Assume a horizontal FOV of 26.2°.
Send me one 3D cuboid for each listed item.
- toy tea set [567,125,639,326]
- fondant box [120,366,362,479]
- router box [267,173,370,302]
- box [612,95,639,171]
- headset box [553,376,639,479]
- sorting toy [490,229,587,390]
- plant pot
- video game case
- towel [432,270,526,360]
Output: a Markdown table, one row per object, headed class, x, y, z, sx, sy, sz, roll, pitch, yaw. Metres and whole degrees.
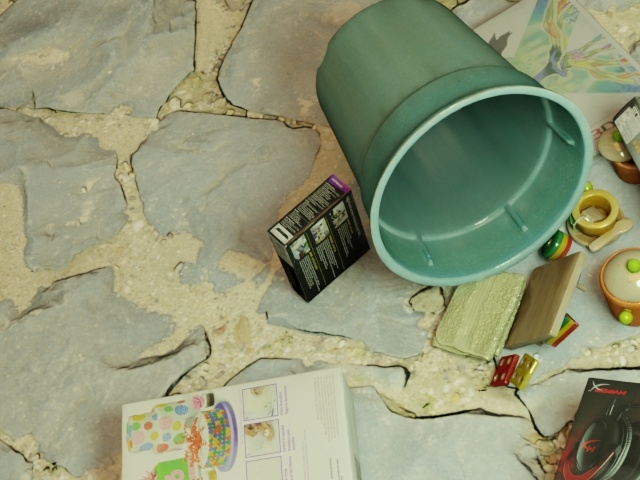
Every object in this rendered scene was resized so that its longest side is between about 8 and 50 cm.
| class | x | y | z | sx | sy | sz | roll | pitch | yaw |
| --- | --- | --- | --- | --- | --- | --- | --- | --- | --- |
| toy tea set | 0.461 | -0.030 | 1.981 | 0.200 | 0.124 | 0.336 | -22 | 56 | 1 |
| fondant box | -0.111 | 0.328 | 1.929 | 0.330 | 0.096 | 0.238 | -10 | 57 | 8 |
| router box | 0.000 | 0.000 | 2.052 | 0.133 | 0.179 | 0.046 | -41 | 60 | -13 |
| box | 0.540 | -0.093 | 1.975 | 0.056 | 0.183 | 0.231 | -48 | 47 | 36 |
| headset box | 0.404 | 0.333 | 1.722 | 0.218 | 0.110 | 0.293 | 3 | 62 | 47 |
| sorting toy | 0.327 | 0.102 | 1.943 | 0.046 | 0.132 | 0.274 | 30 | 69 | -13 |
| plant pot | 0.167 | -0.170 | 2.008 | 0.341 | 0.341 | 0.334 | -27 | 46 | -3 |
| video game case | 0.347 | -0.240 | 2.195 | 0.300 | 0.036 | 0.329 | -31 | 56 | -6 |
| towel | 0.233 | 0.104 | 2.007 | 0.110 | 0.027 | 0.148 | 12 | 63 | 33 |
